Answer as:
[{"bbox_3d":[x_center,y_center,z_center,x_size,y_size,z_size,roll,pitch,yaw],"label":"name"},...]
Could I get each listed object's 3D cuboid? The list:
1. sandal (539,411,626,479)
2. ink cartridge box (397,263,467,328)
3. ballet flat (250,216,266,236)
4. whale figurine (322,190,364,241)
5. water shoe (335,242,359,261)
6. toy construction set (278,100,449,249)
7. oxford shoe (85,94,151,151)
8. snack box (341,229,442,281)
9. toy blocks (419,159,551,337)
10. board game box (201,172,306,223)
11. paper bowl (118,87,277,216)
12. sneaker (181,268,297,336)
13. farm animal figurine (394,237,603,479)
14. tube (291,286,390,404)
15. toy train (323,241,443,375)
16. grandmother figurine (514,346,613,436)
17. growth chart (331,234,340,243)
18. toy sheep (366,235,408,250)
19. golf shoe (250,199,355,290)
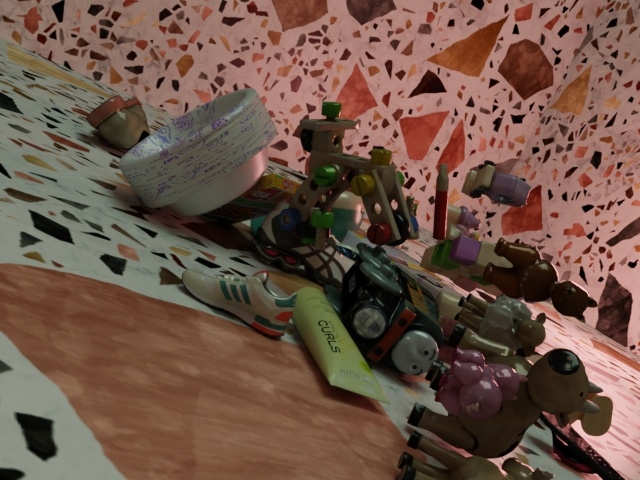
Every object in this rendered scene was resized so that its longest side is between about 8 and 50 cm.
[{"bbox_3d":[0.390,0.326,1.144,0.179,0.040,0.067,45,19,15],"label":"sandal"},{"bbox_3d":[0.253,0.131,1.728,0.127,0.072,0.175,16,14,-49],"label":"ink cartridge box"},{"bbox_3d":[-0.102,-0.006,1.587,0.052,0.057,0.168,55,-4,-33],"label":"ballet flat"},{"bbox_3d":[-0.022,-0.067,1.979,0.272,0.141,0.216,4,1,19],"label":"whale figurine"},{"bbox_3d":[0.016,0.042,1.628,0.203,0.073,0.080,26,36,-15],"label":"water shoe"},{"bbox_3d":[0.086,-0.119,1.329,0.309,0.237,0.257,0,9,-25],"label":"toy construction set"},{"bbox_3d":[-0.474,-0.266,1.854,0.130,0.123,0.348,53,4,-8],"label":"oxford shoe"},{"bbox_3d":[0.172,0.061,1.898,0.207,0.070,0.174,22,10,-36],"label":"snack box"},{"bbox_3d":[0.355,0.054,1.491,0.260,0.308,0.288,20,-10,-5],"label":"toy blocks"},{"bbox_3d":[-0.145,-0.077,1.501,0.260,0.039,0.124,-9,-18,39],"label":"board game box"},{"bbox_3d":[-0.210,-0.150,1.392,0.148,0.284,0.284,61,-3,-20],"label":"paper bowl"},{"bbox_3d":[-0.106,0.064,1.032,0.161,0.075,0.057,28,9,4],"label":"sneaker"},{"bbox_3d":[0.208,0.183,0.850,0.172,0.330,0.326,26,-20,7],"label":"farm animal figurine"},{"bbox_3d":[0.016,0.141,1.028,0.070,0.062,0.240,-17,27,-10],"label":"tube"},{"bbox_3d":[0.110,0.113,1.240,0.190,0.142,0.334,36,8,-5],"label":"toy train"},{"bbox_3d":[0.409,0.250,1.447,0.208,0.104,0.342,35,4,-12],"label":"grandmother figurine"},{"bbox_3d":[0.000,0.000,1.766,0.237,0.021,0.172,29,-11,44],"label":"growth chart"},{"bbox_3d":[0.194,0.008,2.230,0.132,0.091,0.091,9,8,4],"label":"toy sheep"},{"bbox_3d":[-0.001,0.018,1.486,0.273,0.120,0.105,22,9,-37],"label":"golf shoe"}]
